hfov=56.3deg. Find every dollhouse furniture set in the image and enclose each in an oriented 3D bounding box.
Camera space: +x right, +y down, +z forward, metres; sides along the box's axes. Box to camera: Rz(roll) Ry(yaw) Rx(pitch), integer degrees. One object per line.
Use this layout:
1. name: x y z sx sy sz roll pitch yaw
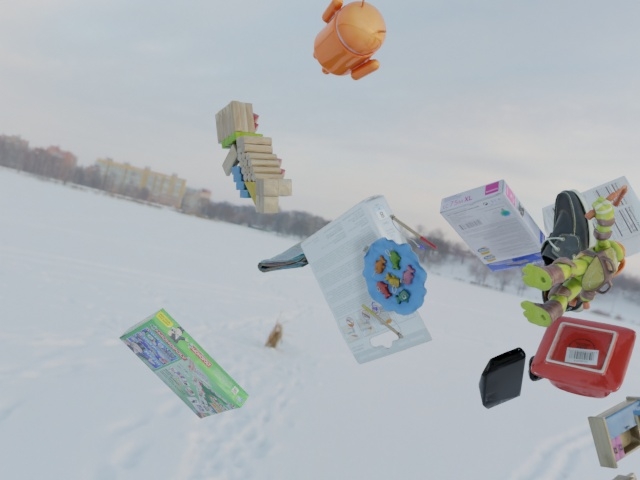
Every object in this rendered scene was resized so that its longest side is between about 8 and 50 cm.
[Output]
1. dollhouse furniture set: 0.909 0.551 1.547 0.198 0.286 0.303 -11 -4 -31

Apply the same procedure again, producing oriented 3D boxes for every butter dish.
1. butter dish: 0.506 0.241 1.145 0.160 0.160 0.118 8 -46 38

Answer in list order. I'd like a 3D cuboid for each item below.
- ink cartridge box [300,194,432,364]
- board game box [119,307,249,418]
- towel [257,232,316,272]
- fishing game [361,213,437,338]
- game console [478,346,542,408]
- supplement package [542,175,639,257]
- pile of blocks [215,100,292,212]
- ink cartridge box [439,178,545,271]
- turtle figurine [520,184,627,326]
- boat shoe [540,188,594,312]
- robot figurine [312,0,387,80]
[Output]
1. ink cartridge box: 0.132 0.113 1.598 0.091 0.385 0.308 -21 -8 -40
2. board game box: -0.357 0.327 1.552 0.317 0.046 0.213 49 -44 -12
3. towel: 0.000 0.000 1.929 0.370 0.040 0.271 -31 11 -35
4. fishing game: 0.158 0.081 1.345 0.041 0.264 0.189 -16 45 -41
5. game console: 0.631 0.369 1.758 0.361 0.213 0.044 -21 44 -8
6. supplement package: 0.878 -0.037 1.910 0.263 0.198 0.199 -23 -27 14
7. pile of blocks: -0.167 -0.204 1.557 0.113 0.362 0.149 -2 -33 -36
8. ink cartridge box: 0.489 -0.030 1.650 0.186 0.065 0.311 -18 -49 38
9. turtle figurine: 0.420 0.057 0.957 0.217 0.269 0.087 -26 46 -24
10. boat shoe: 0.456 0.016 1.120 0.079 0.233 0.084 5 -6 -13
11. robot figurine: 0.069 -0.465 1.388 0.128 0.158 0.219 9 -16 -26
